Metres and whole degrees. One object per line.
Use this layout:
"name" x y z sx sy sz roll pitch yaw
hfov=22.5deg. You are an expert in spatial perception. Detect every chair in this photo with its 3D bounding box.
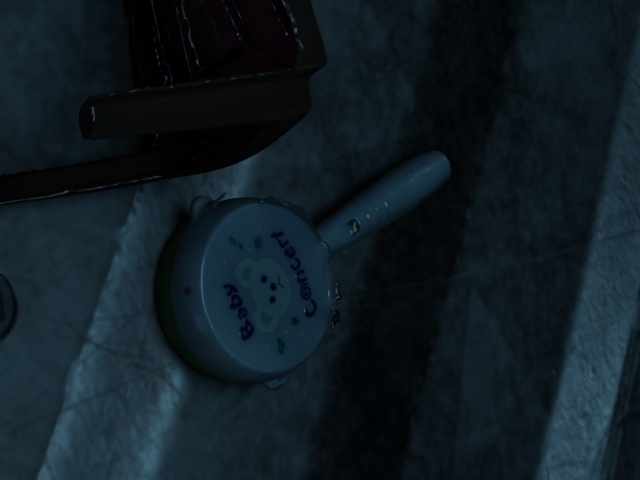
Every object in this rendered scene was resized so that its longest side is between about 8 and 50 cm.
"chair" -0.048 -0.137 0.944 0.327 0.176 0.183 -8 80 -35

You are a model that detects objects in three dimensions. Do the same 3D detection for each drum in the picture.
"drum" 0.004 0.020 1.047 0.253 0.049 0.130 -13 93 -41
